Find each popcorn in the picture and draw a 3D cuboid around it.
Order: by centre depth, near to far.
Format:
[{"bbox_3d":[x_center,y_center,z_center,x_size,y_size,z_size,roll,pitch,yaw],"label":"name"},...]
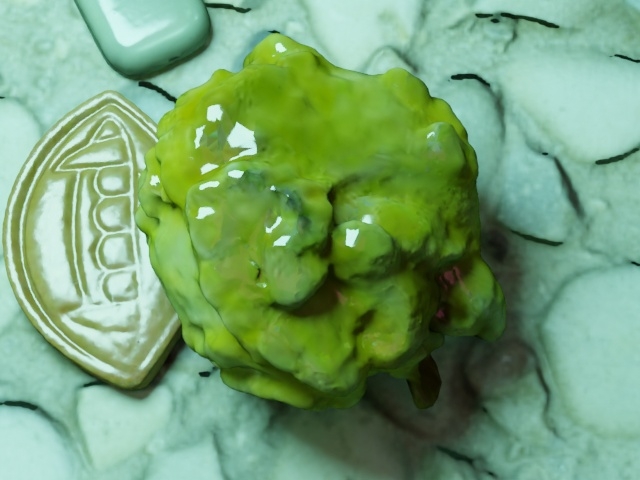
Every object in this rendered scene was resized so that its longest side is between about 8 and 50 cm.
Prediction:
[{"bbox_3d":[0.000,0.000,1.126,0.266,0.192,0.233,41,61,-10],"label":"popcorn"}]

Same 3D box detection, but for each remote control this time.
[{"bbox_3d":[-0.178,-0.263,1.280,0.090,0.038,0.309,-27,73,-7],"label":"remote control"}]

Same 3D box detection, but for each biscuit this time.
[{"bbox_3d":[-0.152,-0.002,1.200,0.142,0.029,0.220,-4,72,2],"label":"biscuit"}]
